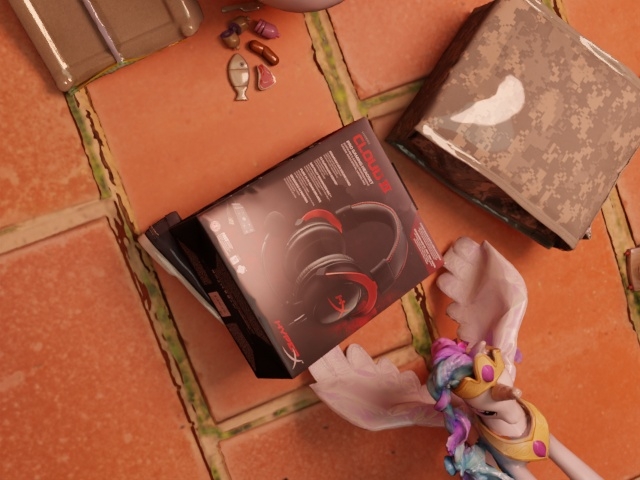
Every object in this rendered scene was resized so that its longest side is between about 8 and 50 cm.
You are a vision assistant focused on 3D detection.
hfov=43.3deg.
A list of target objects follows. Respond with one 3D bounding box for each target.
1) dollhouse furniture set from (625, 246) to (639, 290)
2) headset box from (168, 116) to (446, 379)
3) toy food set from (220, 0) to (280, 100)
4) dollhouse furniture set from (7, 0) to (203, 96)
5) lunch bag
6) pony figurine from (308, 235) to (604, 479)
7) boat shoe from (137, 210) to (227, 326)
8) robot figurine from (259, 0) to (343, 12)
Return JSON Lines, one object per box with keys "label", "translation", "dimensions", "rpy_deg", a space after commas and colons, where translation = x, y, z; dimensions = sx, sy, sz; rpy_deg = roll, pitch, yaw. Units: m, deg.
{"label": "dollhouse furniture set", "translation": [0.523, -0.018, 1.147], "dimensions": [0.129, 0.129, 0.183], "rpy_deg": [-8, 96, -14]}
{"label": "headset box", "translation": [0.000, 0.000, 0.994], "dimensions": [0.293, 0.110, 0.218], "rpy_deg": [-33, 98, -28]}
{"label": "toy food set", "translation": [-0.086, -0.246, 1.039], "dimensions": [0.078, 0.019, 0.122], "rpy_deg": [-14, 96, -13]}
{"label": "dollhouse furniture set", "translation": [-0.282, -0.359, 0.962], "dimensions": [0.198, 0.151, 0.301], "rpy_deg": [-21, 116, 8]}
{"label": "lunch bag", "translation": [0.276, -0.150, 1.060], "dimensions": [0.287, 0.169, 0.235], "rpy_deg": [34, 84, -9]}
{"label": "pony figurine", "translation": [0.196, 0.192, 0.997], "dimensions": [0.303, 0.351, 0.363], "rpy_deg": [-42, 120, -5]}
{"label": "boat shoe", "translation": [-0.134, 0.048, 1.013], "dimensions": [0.206, 0.075, 0.065], "rpy_deg": [44, 85, -7]}
{"label": "robot figurine", "translation": [0.008, -0.382, 0.914], "dimensions": [0.199, 0.300, 0.353], "rpy_deg": [51, 42, -8]}
